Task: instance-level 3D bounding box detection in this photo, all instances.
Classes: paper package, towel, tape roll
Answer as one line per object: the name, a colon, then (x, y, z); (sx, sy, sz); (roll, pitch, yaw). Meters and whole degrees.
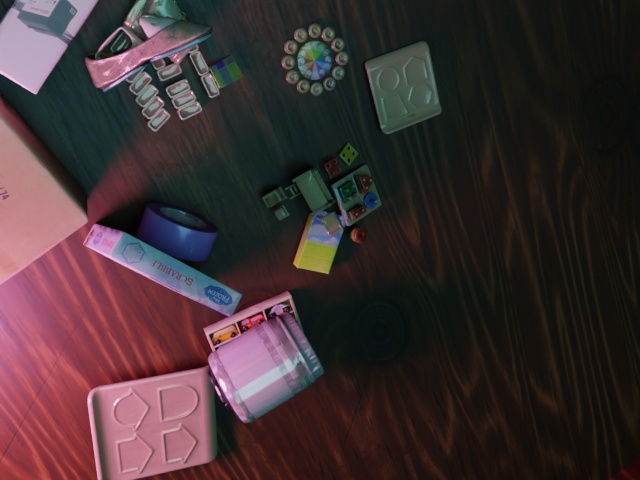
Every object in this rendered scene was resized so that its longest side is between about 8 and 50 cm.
paper package: (-0.739, -0.105, 1.479); (0.309, 0.168, 0.325); (-36, 119, -4)
towel: (-0.234, -0.418, 1.631); (0.083, 0.009, 0.060); (-40, 115, -32)
tape roll: (-0.357, -0.023, 1.648); (0.189, 0.189, 0.080); (18, 103, -26)

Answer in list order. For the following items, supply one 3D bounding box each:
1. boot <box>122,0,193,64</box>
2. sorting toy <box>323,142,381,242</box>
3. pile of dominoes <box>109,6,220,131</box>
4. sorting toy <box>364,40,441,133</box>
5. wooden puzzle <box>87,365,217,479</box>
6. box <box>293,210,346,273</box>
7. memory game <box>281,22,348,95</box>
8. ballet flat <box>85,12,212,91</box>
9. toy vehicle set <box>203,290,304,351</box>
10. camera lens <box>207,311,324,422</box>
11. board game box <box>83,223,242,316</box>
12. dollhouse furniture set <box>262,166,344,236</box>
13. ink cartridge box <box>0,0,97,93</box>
boot: (-0.332, -0.534, 1.518); (0.165, 0.077, 0.213); (34, 98, -20)
sorting toy: (0.108, -0.135, 1.850); (0.132, 0.046, 0.274); (-33, 113, -25)
pile of dominoes: (-0.378, -0.413, 1.594); (0.196, 0.040, 0.251); (-28, 109, -9)
sorting toy: (0.229, -0.423, 1.823); (0.193, 0.038, 0.208); (-23, 112, -12)
wooden puzzle: (-0.471, 0.518, 1.874); (0.348, 0.080, 0.322); (-9, 113, -24)
box: (0.000, 0.000, 1.882); (0.109, 0.042, 0.178); (13, 103, -26)
memory game: (-0.014, -0.471, 1.718); (0.186, 0.012, 0.186); (-8, 112, -19)
ballet flat: (-0.394, -0.437, 1.461); (0.316, 0.107, 0.106); (-22, 111, 15)
toy vehicle set: (-0.187, 0.274, 1.914); (0.267, 0.035, 0.166); (-24, 116, -12)
camera lens: (-0.156, 0.350, 1.808); (0.274, 0.219, 0.219); (-30, 117, -9)
board game box: (-0.390, 0.068, 1.595); (0.318, 0.319, 0.066); (32, 79, -27)
dollhouse furniture set: (-0.042, -0.080, 1.791); (0.161, 0.101, 0.182); (-28, 95, 15)
ink cartridge box: (-0.567, -0.479, 1.375); (0.129, 0.223, 0.307); (34, 95, -29)
